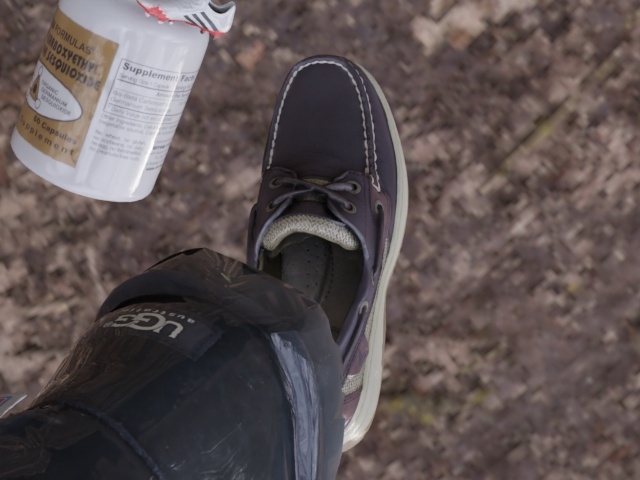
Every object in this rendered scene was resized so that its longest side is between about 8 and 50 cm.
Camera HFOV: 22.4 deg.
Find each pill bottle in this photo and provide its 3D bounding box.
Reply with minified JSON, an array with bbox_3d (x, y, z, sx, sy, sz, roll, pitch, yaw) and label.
[{"bbox_3d":[-0.168,-0.160,1.381,0.131,0.131,0.229,8,113,-39],"label":"pill bottle"}]

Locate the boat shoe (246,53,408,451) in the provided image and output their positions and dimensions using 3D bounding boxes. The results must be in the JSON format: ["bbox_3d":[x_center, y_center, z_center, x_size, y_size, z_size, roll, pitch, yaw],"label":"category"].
[{"bbox_3d":[0.000,0.000,1.101,0.103,0.285,0.092,2,165,13],"label":"boat shoe"}]

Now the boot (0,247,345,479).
[{"bbox_3d":[-0.137,0.239,0.538,0.445,0.146,0.367,-40,132,-59],"label":"boot"}]

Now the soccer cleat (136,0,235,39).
[{"bbox_3d":[-0.108,-0.190,1.310,0.083,0.029,0.035,16,120,-25],"label":"soccer cleat"}]

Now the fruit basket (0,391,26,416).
[{"bbox_3d":[-0.414,0.188,1.113,0.327,0.165,0.353,-18,-177,18],"label":"fruit basket"}]
